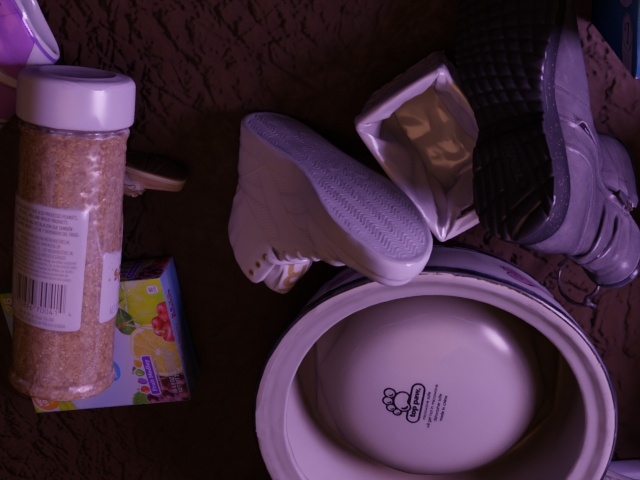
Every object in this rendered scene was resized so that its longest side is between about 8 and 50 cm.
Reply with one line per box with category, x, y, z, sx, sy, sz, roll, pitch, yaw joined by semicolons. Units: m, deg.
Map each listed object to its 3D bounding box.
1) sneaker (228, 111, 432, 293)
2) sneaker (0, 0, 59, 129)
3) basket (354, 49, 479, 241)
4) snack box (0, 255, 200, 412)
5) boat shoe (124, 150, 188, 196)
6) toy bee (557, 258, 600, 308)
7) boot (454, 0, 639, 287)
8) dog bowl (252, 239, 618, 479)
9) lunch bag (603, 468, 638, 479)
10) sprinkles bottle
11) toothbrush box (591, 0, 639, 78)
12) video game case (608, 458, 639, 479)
sneaker;0.000;0.000;1.032;0.108;0.292;0.169;-10;128;-34
sneaker;-0.405;-0.261;1.022;0.161;0.102;0.282;-42;116;18
basket;0.128;-0.105;1.034;0.113;0.103;0.167;-32;108;19
snack box;-0.270;0.119;1.200;0.207;0.070;0.174;-6;113;10
boat shoe;-0.218;-0.076;1.116;0.135;0.050;0.045;15;120;10
toy bee;0.423;-0.013;1.039;0.162;0.298;0.195;10;82;-29
boot;0.244;-0.130;0.993;0.118;0.338;0.223;-6;164;41
dog bowl;0.131;0.181;1.147;0.408;0.150;0.408;2;117;5
lunch bag;0.395;0.418;1.147;0.287;0.235;0.169;32;118;-9
sprinkles bottle;-0.275;-0.007;1.055;0.121;0.121;0.355;8;107;2
toothbrush box;0.320;-0.316;0.851;0.126;0.216;0.295;-4;114;7
video game case;0.510;0.411;1.283;0.329;0.036;0.300;-7;115;9
